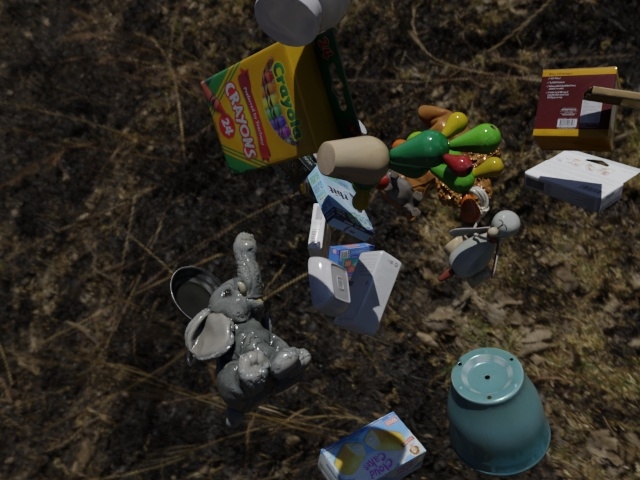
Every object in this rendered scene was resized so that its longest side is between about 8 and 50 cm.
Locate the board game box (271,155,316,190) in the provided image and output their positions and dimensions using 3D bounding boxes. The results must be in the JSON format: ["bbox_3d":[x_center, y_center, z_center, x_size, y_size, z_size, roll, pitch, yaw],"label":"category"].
[{"bbox_3d":[-0.079,-0.193,1.409,0.026,0.126,0.186,-44,3,-17],"label":"board game box"}]

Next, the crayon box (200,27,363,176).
[{"bbox_3d":[-0.082,-0.247,1.098,0.319,0.081,0.202,-8,103,47],"label":"crayon box"}]

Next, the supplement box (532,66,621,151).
[{"bbox_3d":[0.709,-0.359,1.624,0.191,0.129,0.194,7,83,32],"label":"supplement box"}]

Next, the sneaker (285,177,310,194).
[{"bbox_3d":[-0.077,-0.223,1.773,0.084,0.185,0.069,-2,26,4],"label":"sneaker"}]

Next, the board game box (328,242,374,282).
[{"bbox_3d":[0.088,0.118,1.835,0.047,0.160,0.210,19,106,45],"label":"board game box"}]

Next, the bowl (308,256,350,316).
[{"bbox_3d":[0.028,0.112,1.451,0.053,0.142,0.142,-15,67,26],"label":"bowl"}]

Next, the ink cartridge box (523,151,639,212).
[{"bbox_3d":[0.850,-0.202,1.913,0.239,0.060,0.275,-26,37,-28],"label":"ink cartridge box"}]

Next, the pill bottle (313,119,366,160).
[{"bbox_3d":[0.044,-0.220,1.317,0.120,0.067,0.067,-38,48,27],"label":"pill bottle"}]

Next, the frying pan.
[{"bbox_3d":[-0.324,0.213,1.634,0.053,0.197,0.326,-41,53,31],"label":"frying pan"}]

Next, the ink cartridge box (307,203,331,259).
[{"bbox_3d":[0.000,0.000,2.105,0.056,0.224,0.181,4,62,6],"label":"ink cartridge box"}]

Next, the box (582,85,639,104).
[{"bbox_3d":[0.751,-0.340,1.423,0.201,0.164,0.021,13,101,14],"label":"box"}]

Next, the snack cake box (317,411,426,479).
[{"bbox_3d":[0.144,0.610,1.642,0.152,0.264,0.089,44,138,39],"label":"snack cake box"}]

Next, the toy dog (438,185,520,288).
[{"bbox_3d":[0.429,0.031,1.672,0.161,0.333,0.220,-30,52,-21],"label":"toy dog"}]

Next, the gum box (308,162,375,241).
[{"bbox_3d":[0.050,-0.098,1.512,0.041,0.157,0.184,-41,50,23],"label":"gum box"}]

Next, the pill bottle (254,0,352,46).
[{"bbox_3d":[-0.006,-0.405,0.843,0.146,0.146,0.264,-2,57,37],"label":"pill bottle"}]

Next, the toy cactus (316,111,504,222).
[{"bbox_3d":[0.078,-0.074,0.624,0.219,0.181,0.112,5,97,56],"label":"toy cactus"}]

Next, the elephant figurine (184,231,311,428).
[{"bbox_3d":[-0.134,0.146,0.974,0.186,0.169,0.239,-29,67,-18],"label":"elephant figurine"}]

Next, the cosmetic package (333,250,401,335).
[{"bbox_3d":[0.135,0.151,1.697,0.117,0.085,0.231,-11,51,60],"label":"cosmetic package"}]

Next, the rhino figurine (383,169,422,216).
[{"bbox_3d":[0.197,-0.167,1.659,0.243,0.106,0.073,45,94,-1],"label":"rhino figurine"}]

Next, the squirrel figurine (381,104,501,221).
[{"bbox_3d":[0.407,-0.236,2.029,0.397,0.281,0.370,24,55,41],"label":"squirrel figurine"}]

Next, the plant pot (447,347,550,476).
[{"bbox_3d":[0.460,0.435,1.563,0.272,0.255,0.271,-13,36,10],"label":"plant pot"}]
